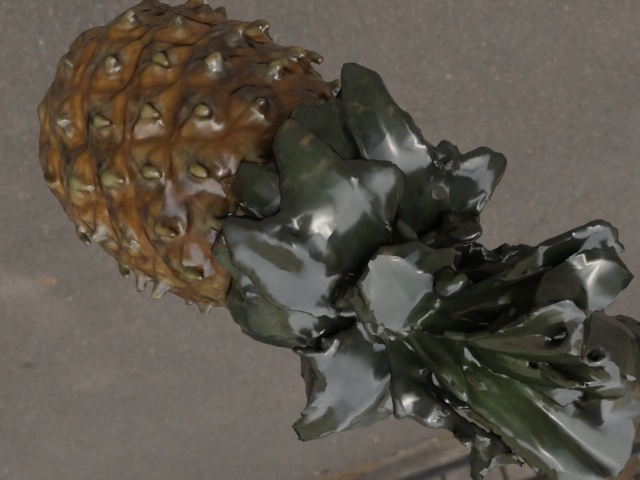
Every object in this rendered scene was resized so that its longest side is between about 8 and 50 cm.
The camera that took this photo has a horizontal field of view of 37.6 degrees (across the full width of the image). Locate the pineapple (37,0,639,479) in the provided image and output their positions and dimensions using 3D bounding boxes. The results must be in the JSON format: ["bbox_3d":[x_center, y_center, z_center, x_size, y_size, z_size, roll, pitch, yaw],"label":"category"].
[{"bbox_3d":[0.000,0.000,0.419,0.141,0.310,0.170,-14,125,-43],"label":"pineapple"}]
